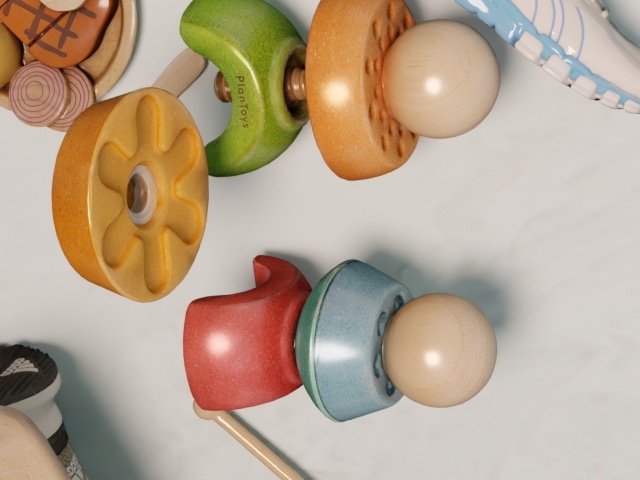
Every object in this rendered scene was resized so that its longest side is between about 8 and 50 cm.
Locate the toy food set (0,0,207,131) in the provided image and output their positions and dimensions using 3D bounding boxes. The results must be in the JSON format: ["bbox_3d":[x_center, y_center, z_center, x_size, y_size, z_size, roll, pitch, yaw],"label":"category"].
[{"bbox_3d":[-0.167,-0.125,0.757,0.192,0.038,0.132,44,112,-4],"label":"toy food set"}]

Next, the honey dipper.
[{"bbox_3d":[-0.016,0.148,0.818,0.161,0.030,0.030,40,112,0],"label":"honey dipper"}]

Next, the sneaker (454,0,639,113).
[{"bbox_3d":[0.112,-0.137,0.674,0.191,0.071,0.083,35,106,0],"label":"sneaker"}]

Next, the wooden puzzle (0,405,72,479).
[{"bbox_3d":[-0.228,0.296,0.761,0.322,0.080,0.348,-26,109,10],"label":"wooden puzzle"}]

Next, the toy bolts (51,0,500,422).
[{"bbox_3d":[0.000,0.000,0.673,0.158,0.218,0.228,3,116,26],"label":"toy bolts"}]

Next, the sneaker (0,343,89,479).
[{"bbox_3d":[-0.337,0.241,0.848,0.447,0.169,0.257,-14,102,15],"label":"sneaker"}]
